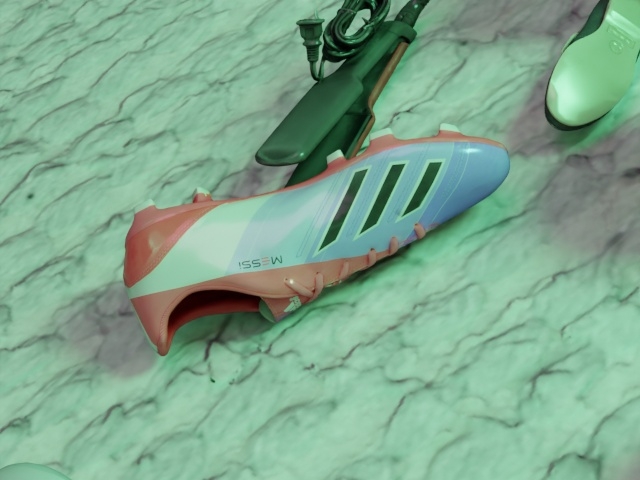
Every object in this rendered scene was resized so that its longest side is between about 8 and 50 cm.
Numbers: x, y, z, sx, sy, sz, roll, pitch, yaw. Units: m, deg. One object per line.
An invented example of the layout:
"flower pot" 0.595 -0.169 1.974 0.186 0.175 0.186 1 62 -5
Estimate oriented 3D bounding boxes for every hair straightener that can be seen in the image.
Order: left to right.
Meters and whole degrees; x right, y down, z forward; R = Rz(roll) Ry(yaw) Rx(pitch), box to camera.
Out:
"hair straightener" 0.023 -0.124 1.116 0.047 0.089 0.230 7 48 37

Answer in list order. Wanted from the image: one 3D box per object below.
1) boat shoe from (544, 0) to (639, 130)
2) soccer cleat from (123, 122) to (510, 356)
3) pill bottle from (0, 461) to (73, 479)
"boat shoe" 0.179 -0.117 1.073 0.137 0.049 0.043 -57 8 -31
"soccer cleat" 0.000 0.000 1.011 0.248 0.083 0.095 -14 69 4
"pill bottle" -0.195 0.298 0.635 0.408 0.229 0.229 -41 43 -21
